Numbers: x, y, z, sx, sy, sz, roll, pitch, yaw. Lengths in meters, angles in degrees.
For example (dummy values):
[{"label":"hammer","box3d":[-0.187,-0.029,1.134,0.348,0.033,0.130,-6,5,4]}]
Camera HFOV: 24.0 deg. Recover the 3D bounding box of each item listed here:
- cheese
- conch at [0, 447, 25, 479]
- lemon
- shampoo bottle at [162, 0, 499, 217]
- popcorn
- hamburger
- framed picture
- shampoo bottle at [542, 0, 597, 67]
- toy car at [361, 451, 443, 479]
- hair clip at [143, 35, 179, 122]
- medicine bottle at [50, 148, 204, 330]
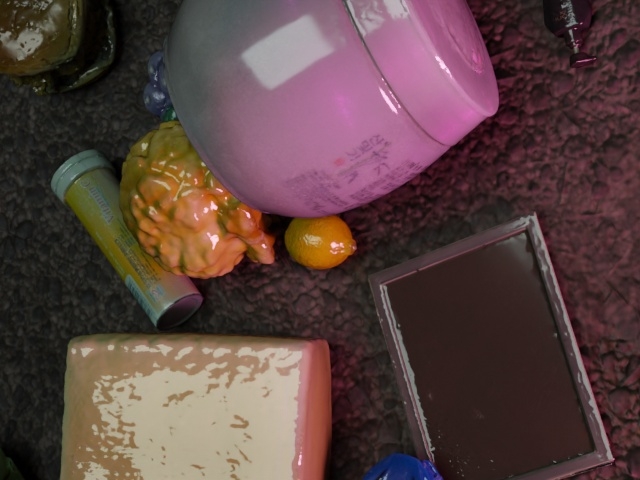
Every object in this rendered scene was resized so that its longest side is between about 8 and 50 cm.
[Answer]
[{"label":"cheese","box3d":[-0.125,0.216,1.538,0.266,0.124,0.242,0,86,18]},{"label":"conch","box3d":[-0.397,0.334,1.715,0.137,0.144,0.250,175,84,-72]},{"label":"lemon","box3d":[0.000,0.000,1.545,0.083,0.062,0.062,15,92,27]},{"label":"shampoo bottle","box3d":[0.013,-0.172,1.434,0.266,0.273,0.273,-28,71,19]},{"label":"popcorn","box3d":[-0.123,-0.042,1.570,0.180,0.170,0.180,171,90,-71]},{"label":"hamburger","box3d":[-0.317,-0.259,1.723,0.159,0.131,0.184,-20,71,24]},{"label":"framed picture","box3d":[0.161,0.121,1.463,0.197,0.014,0.252,-22,74,27]},{"label":"shampoo bottle","box3d":[0.235,-0.233,1.450,0.048,0.027,0.137,-18,76,30]},{"label":"toy car","box3d":[0.068,0.314,1.461,0.103,0.063,0.216,11,97,32]},{"label":"hair clip","box3d":[-0.139,-0.162,1.662,0.124,0.052,0.195,2,94,37]},{"label":"medicine bottle","box3d":[-0.214,0.000,1.669,0.074,0.074,0.218,-46,66,19]}]
